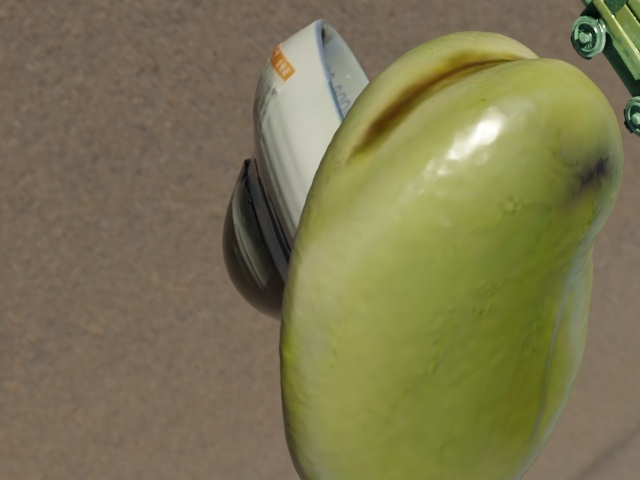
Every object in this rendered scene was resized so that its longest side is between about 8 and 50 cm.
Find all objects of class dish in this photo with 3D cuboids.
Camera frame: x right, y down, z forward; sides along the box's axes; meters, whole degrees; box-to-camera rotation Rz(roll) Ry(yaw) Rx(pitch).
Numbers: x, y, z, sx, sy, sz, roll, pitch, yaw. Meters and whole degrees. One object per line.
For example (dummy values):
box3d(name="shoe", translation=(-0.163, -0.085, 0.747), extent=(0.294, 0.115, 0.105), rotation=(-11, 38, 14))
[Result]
box3d(name="dish", translation=(0.000, 0.000, 1.097), extent=(0.134, 0.273, 0.273), rotation=(-23, 152, 11))

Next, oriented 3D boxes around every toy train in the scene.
box3d(name="toy train", translation=(0.212, -0.121, 1.033), extent=(0.050, 0.122, 0.081), rotation=(-23, 166, -30))

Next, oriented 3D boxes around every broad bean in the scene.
box3d(name="broad bean", translation=(0.065, 0.029, 0.806), extent=(0.189, 0.121, 0.263), rotation=(-2, 104, -35))
